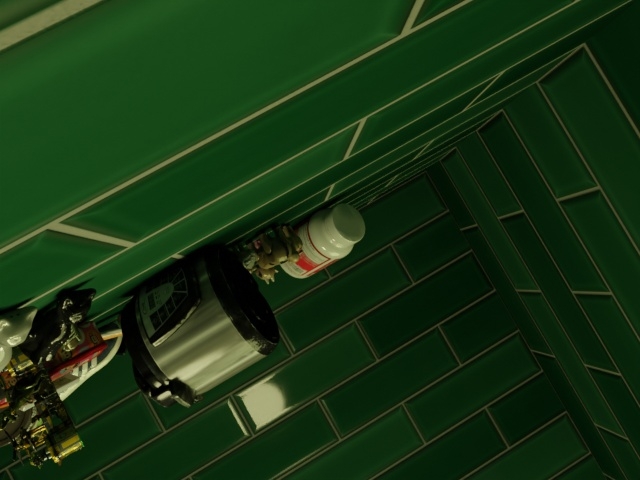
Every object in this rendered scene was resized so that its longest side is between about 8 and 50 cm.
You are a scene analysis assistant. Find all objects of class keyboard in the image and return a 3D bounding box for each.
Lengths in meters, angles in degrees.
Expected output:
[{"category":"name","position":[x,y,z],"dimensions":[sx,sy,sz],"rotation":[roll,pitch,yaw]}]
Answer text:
[{"category":"keyboard","position":[-0.779,0.382,1.921],"dimensions":[0.191,0.100,0.038],"rotation":[-1,149,27]}]

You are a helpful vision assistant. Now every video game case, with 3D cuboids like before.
[{"category":"video game case","position":[-0.889,0.435,1.558],"dimensions":[0.193,0.023,0.212],"rotation":[14,-168,16]}]

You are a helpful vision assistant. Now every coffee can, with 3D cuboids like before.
[{"category":"coffee can","position":[-1.060,0.589,1.731],"dimensions":[0.201,0.202,0.275],"rotation":[-29,172,-23]}]

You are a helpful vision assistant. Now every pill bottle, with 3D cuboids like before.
[{"category":"pill bottle","position":[0.000,0.000,2.229],"dimensions":[0.229,0.229,0.407],"rotation":[-28,177,-43]}]

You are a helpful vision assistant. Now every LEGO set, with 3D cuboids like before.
[{"category":"LEGO set","position":[-0.706,0.388,1.170],"dimensions":[0.192,0.332,0.254],"rotation":[-27,-163,-31]}]

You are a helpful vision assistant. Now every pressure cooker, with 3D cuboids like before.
[{"category":"pressure cooker","position":[-0.377,0.268,1.518],"dimensions":[0.420,0.376,0.370],"rotation":[-31,-179,5]}]

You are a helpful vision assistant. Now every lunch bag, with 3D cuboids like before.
[{"category":"lunch bag","position":[-0.768,0.338,1.445],"dimensions":[0.293,0.120,0.258],"rotation":[-29,-178,11]}]

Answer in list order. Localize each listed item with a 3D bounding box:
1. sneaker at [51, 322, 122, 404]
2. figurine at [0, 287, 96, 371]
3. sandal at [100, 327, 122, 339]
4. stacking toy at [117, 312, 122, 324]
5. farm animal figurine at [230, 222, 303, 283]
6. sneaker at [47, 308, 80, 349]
[{"category":"sneaker","position":[-0.867,0.411,1.810],"dimensions":[0.131,0.148,0.350],"rotation":[22,-119,39]},{"category":"figurine","position":[-0.557,0.173,0.968],"dimensions":[0.209,0.092,0.215],"rotation":[-40,173,24]},{"category":"sandal","position":[-0.749,0.348,1.678],"dimensions":[0.265,0.076,0.102],"rotation":[-11,168,-25]},{"category":"stacking toy","position":[-0.635,0.296,1.876],"dimensions":[0.166,0.175,0.302],"rotation":[-47,161,7]},{"category":"farm animal figurine","position":[-0.179,0.055,1.857],"dimensions":[0.330,0.172,0.326],"rotation":[-29,177,-22]},{"category":"sneaker","position":[-0.581,0.207,1.171],"dimensions":[0.064,0.086,0.192],"rotation":[-28,177,-34]}]
